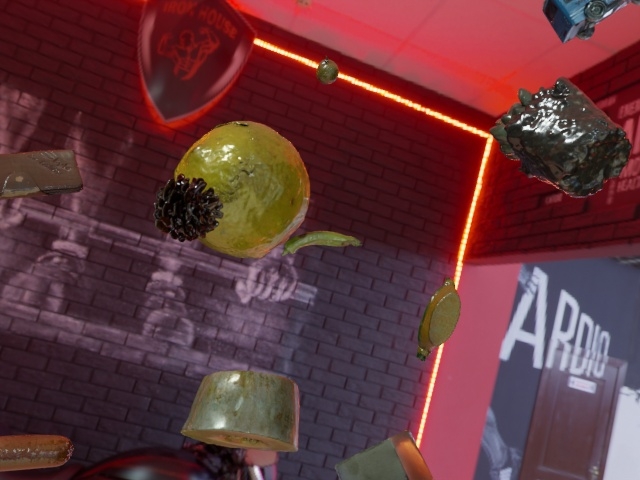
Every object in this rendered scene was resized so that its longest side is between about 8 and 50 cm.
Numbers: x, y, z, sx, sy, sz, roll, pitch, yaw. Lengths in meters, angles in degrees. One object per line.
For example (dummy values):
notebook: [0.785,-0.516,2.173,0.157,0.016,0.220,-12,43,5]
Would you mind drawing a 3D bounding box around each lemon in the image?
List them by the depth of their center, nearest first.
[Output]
lemon: [-0.196,-0.127,1.455,0.350,0.350,0.387,7,-27,45]

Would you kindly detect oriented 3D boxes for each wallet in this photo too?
wallet: [-0.455,-0.101,0.825,0.176,0.095,0.026,-8,-37,-33]

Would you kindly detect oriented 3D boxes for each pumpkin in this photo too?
pumpkin: [-0.213,0.477,1.561,0.332,0.199,0.332,4,-31,3]

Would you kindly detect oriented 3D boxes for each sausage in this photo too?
sausage: [-0.656,0.472,1.227,0.197,0.076,0.076,10,-5,-31]

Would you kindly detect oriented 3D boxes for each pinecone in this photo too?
pinecone: [-0.256,-0.061,1.089,0.121,0.140,0.140,11,-10,24]

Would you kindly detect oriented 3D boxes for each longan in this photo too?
longan: [0.020,-0.504,1.625,0.075,0.075,0.083,13,-44,20]

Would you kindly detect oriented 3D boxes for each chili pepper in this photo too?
chili pepper: [0.000,-0.001,1.403,0.208,0.049,0.043,-8,-40,-1]

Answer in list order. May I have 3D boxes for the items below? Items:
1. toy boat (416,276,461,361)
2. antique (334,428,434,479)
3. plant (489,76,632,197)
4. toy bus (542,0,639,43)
toy boat: [0.300,0.204,1.405,0.089,0.229,0.088,22,-1,-4]
antique: [0.143,0.494,1.136,0.147,0.152,0.148,-33,-21,19]
plant: [0.349,-0.158,0.821,0.132,0.129,0.194,46,6,-42]
toy bus: [0.633,-0.562,1.226,0.134,0.246,0.113,59,10,10]
